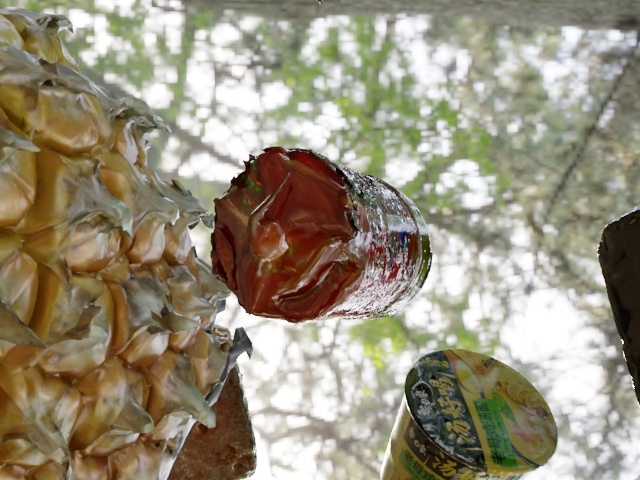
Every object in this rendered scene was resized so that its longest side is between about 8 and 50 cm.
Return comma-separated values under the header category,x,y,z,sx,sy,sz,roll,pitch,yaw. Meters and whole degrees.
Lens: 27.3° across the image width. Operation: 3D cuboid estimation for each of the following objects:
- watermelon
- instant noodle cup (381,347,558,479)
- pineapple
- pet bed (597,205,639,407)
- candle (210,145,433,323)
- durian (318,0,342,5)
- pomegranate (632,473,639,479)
category,x,y,z,sx,sy,sz,roll,pitch,yaw
watermelon,-0.137,0.144,1.190,0.256,0.140,0.193,-11,-64,40
instant noodle cup,0.128,0.191,1.227,0.151,0.151,0.122,57,-42,33
pineapple,-0.238,0.020,0.737,0.352,0.352,0.300,44,-8,43
pet bed,0.352,0.054,1.061,0.183,0.159,0.211,-30,-112,45
candle,0.000,0.000,0.405,0.052,0.130,0.052,-1,-94,15
durian,-0.011,-0.191,0.368,0.176,0.237,0.200,-50,-138,-8
pomegranate,0.321,0.260,1.038,0.220,0.156,0.156,36,-41,-8
